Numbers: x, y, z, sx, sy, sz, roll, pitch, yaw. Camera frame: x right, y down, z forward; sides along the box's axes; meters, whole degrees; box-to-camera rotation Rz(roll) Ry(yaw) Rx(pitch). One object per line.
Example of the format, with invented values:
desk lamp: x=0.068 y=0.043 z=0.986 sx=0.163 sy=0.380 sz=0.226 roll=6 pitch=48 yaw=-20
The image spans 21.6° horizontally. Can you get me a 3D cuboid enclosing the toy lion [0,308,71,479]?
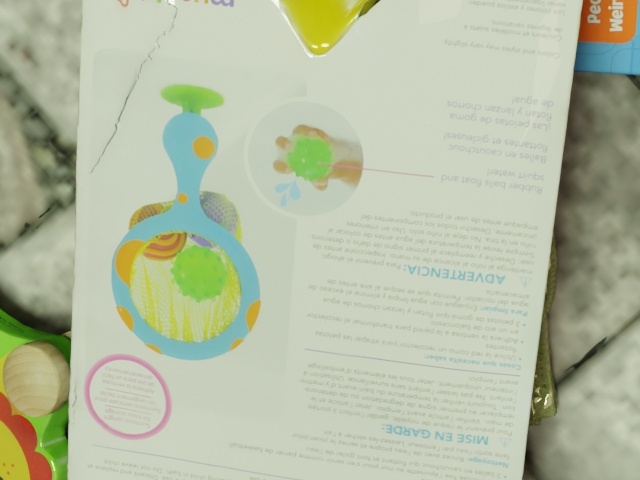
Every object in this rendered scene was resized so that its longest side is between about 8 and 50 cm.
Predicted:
toy lion: x=-0.117 y=0.058 z=0.558 sx=0.100 sy=0.034 sz=0.096 roll=36 pitch=113 yaw=19

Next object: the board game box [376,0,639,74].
board game box: x=0.091 y=-0.126 z=0.466 sx=0.210 sy=0.047 sz=0.160 roll=4 pitch=120 yaw=9

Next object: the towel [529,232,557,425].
towel: x=0.002 y=0.013 z=0.542 sx=0.148 sy=0.027 sz=0.110 roll=0 pitch=102 yaw=8

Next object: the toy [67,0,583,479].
toy: x=0.000 y=0.000 z=0.492 sx=0.137 sy=0.056 sz=0.237 roll=8 pitch=114 yaw=11
